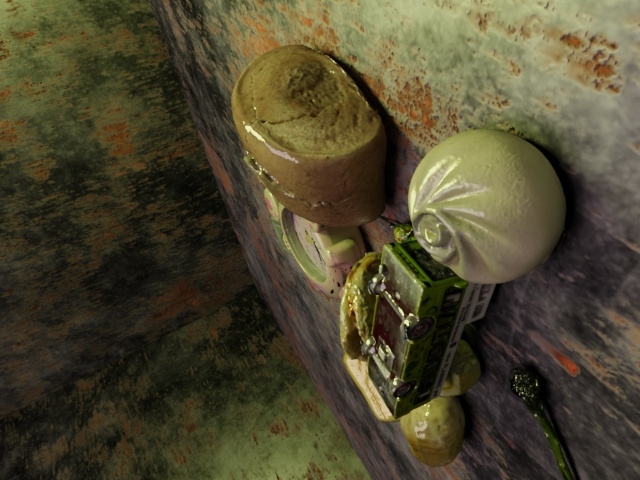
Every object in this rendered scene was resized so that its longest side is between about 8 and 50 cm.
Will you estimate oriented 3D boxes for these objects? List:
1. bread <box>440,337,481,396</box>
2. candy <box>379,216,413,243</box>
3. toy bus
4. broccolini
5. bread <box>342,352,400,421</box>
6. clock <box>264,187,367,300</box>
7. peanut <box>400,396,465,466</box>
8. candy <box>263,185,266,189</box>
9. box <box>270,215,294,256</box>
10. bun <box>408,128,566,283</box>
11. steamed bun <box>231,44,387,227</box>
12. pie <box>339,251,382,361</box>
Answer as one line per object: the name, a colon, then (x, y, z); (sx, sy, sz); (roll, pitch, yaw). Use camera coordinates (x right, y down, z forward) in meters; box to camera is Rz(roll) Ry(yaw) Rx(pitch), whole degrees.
bread: (0.219, 0.211, 0.737); (0.117, 0.064, 0.156); (66, 158, 11)
candy: (0.127, -0.025, 0.733); (0.123, 0.035, 0.035); (-131, 23, -63)
toy bus: (0.146, 0.131, 0.618); (0.113, 0.139, 0.301); (-124, 27, -45)
broccolini: (0.320, 0.271, 0.589); (0.042, 0.044, 0.218); (-9, 113, 57)
bread: (0.157, 0.333, 1.039); (0.147, 0.098, 0.217); (-37, 79, 38)
clock: (0.000, 0.000, 0.988); (0.284, 0.114, 0.309); (16, 130, 61)
peanut: (0.231, 0.387, 0.868); (0.129, 0.129, 0.224); (44, 152, 50)
candy: (-0.153, -0.192, 1.288); (0.292, 0.059, 0.086); (63, 165, 5)
box: (-0.064, -0.025, 1.209); (0.172, 0.093, 0.123); (26, 139, 64)
bun: (0.160, -0.030, 0.452); (0.172, 0.120, 0.172); (55, 160, 31)
steamed bun: (-0.033, -0.155, 0.711); (0.301, 0.199, 0.251); (53, 162, 30)
pie: (0.101, 0.127, 0.767); (0.084, 0.179, 0.205); (6, 132, 35)
